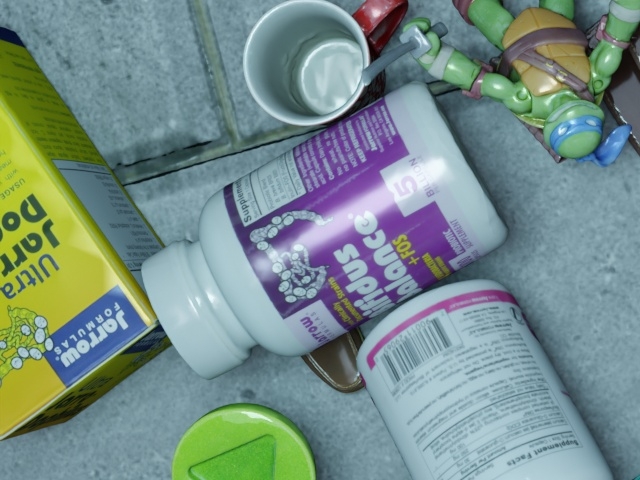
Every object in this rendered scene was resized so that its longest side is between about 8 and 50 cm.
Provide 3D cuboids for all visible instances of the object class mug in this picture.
[{"bbox_3d":[0.020,-0.159,1.574,0.150,0.169,0.113,-13,87,10],"label":"mug"}]

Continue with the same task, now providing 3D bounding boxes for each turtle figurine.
[{"bbox_3d":[0.174,-0.215,1.482,0.198,0.274,0.266,-44,38,27],"label":"turtle figurine"}]

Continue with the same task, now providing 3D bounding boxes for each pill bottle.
[{"bbox_3d":[0.158,0.189,1.508,0.160,0.160,0.283,-31,63,10],"label":"pill bottle"},{"bbox_3d":[0.000,0.000,1.519,0.301,0.169,0.169,-30,84,8],"label":"pill bottle"}]

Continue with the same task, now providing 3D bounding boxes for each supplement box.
[{"bbox_3d":[-0.301,-0.014,1.625,0.195,0.194,0.356,-37,83,9],"label":"supplement box"}]

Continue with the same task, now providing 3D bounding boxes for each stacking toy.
[{"bbox_3d":[-0.048,0.289,1.607,0.309,0.130,0.279,32,106,-1],"label":"stacking toy"}]

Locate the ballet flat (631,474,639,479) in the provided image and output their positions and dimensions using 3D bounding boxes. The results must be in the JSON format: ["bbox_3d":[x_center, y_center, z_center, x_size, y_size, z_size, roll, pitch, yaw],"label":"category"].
[{"bbox_3d":[0.290,0.270,1.561,0.280,0.096,0.095,-26,50,18],"label":"ballet flat"}]

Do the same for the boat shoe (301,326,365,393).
[{"bbox_3d":[-0.012,0.069,1.636,0.064,0.060,0.178,-30,84,10],"label":"boat shoe"}]

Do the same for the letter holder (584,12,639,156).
[{"bbox_3d":[0.382,-0.122,1.514,0.214,0.152,0.302,-38,83,11],"label":"letter holder"}]
